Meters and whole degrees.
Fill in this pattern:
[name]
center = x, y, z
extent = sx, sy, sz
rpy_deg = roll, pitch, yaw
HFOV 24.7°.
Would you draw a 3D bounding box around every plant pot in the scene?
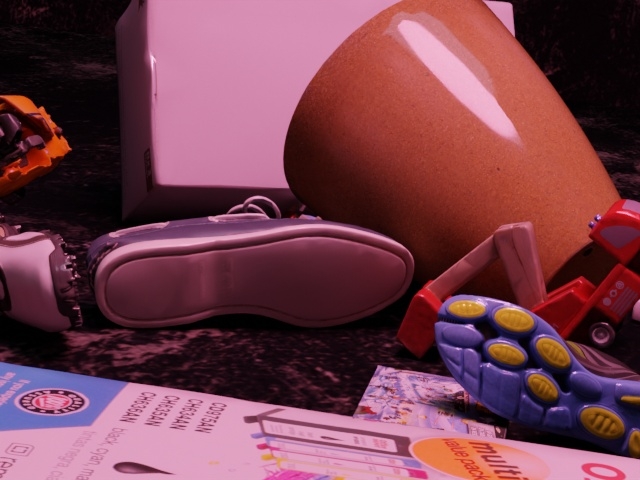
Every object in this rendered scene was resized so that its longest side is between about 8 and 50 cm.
[plant pot]
center = 0.138, -0.043, 1.219
extent = 0.237, 0.237, 0.254
rpy_deg = -6, 42, -43

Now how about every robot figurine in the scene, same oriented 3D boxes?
[robot figurine]
center = -0.307, -0.047, 1.148
extent = 0.211, 0.085, 0.291
rpy_deg = -35, 0, 9

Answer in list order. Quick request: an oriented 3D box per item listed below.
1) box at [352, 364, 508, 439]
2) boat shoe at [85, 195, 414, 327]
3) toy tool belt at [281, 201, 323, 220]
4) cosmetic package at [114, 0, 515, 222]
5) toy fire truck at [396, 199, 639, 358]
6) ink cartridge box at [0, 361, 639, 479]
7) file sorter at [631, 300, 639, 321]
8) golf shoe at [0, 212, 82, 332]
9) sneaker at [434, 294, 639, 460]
[box]
center = 0.070, 0.116, 0.917
extent = 0.094, 0.027, 0.137
rpy_deg = 8, 13, 9
[boat shoe]
center = -0.055, 0.020, 1.144
extent = 0.254, 0.095, 0.079
rpy_deg = -7, 27, -14
[toy tool belt]
center = 0.000, 0.000, 1.361
extent = 0.051, 0.052, 0.083
rpy_deg = 31, -2, -34
[cosmetic package]
center = -0.001, -0.129, 1.451
extent = 0.385, 0.217, 0.156
rpy_deg = 3, -14, -19
[toy fire truck]
center = 0.160, 0.033, 1.077
extent = 0.135, 0.192, 0.047
rpy_deg = 38, 21, 8
[ink cartridge box]
center = -0.017, 0.150, 0.420
extent = 0.233, 0.168, 0.171
rpy_deg = 8, 12, 5
[file sorter]
center = 0.445, 0.003, 1.264
extent = 0.278, 0.173, 0.193
rpy_deg = -4, 17, -38
[golf shoe]
center = -0.239, 0.032, 1.062
extent = 0.094, 0.077, 0.198
rpy_deg = -15, 14, -31
[sneaker]
center = 0.151, 0.093, 0.934
extent = 0.188, 0.067, 0.078
rpy_deg = 25, -5, -13
